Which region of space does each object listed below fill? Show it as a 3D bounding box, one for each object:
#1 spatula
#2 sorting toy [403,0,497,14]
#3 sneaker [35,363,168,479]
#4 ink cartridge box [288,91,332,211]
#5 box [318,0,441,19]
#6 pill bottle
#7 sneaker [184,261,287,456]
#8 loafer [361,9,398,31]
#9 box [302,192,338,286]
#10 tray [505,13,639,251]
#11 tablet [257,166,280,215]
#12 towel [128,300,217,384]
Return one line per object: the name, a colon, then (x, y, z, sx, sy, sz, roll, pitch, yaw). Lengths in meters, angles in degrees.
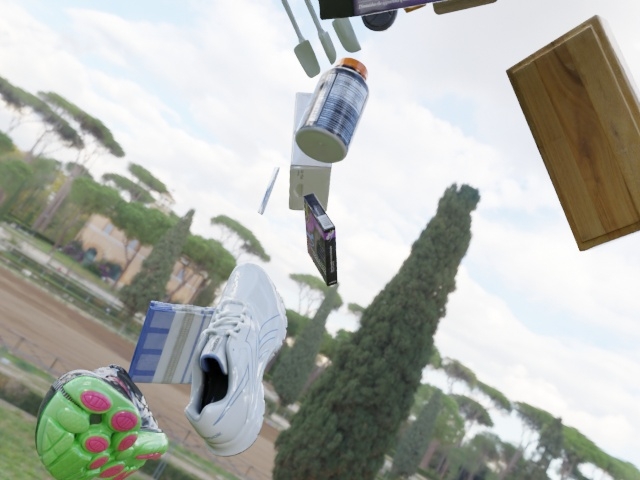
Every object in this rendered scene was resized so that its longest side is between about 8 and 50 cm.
spatula: (-0.021, -0.500, 1.361, 0.168, 0.019, 0.242, -17, -77, 46)
sorting toy: (0.376, -0.694, 1.629, 0.347, 0.047, 0.196, -8, -21, 15)
sneaker: (-0.437, 0.341, 1.187, 0.202, 0.185, 0.483, 53, -19, 20)
ink cartridge box: (-0.026, -0.250, 1.759, 0.117, 0.283, 0.207, 3, -33, -2)
box: (0.118, -0.461, 0.959, 0.103, 0.261, 0.185, 22, -52, 53)
pill bottle: (0.038, -0.313, 1.439, 0.130, 0.246, 0.130, 17, -27, 9)
sneaker: (-0.124, 0.154, 0.905, 0.110, 0.297, 0.129, -5, -35, 14)
loafer: (0.145, -0.594, 1.288, 0.109, 0.303, 0.095, 14, 17, 12)
box: (0.000, 0.000, 1.255, 0.116, 0.029, 0.162, -122, -161, -44)
tray: (0.538, -0.205, 1.212, 0.076, 0.411, 0.202, -4, -18, -47)
tablet: (-0.085, -0.082, 1.011, 0.006, 0.083, 0.054, 21, 2, -14)
towel: (-0.300, 0.246, 1.456, 0.284, 0.209, 0.034, 10, 16, -38)
